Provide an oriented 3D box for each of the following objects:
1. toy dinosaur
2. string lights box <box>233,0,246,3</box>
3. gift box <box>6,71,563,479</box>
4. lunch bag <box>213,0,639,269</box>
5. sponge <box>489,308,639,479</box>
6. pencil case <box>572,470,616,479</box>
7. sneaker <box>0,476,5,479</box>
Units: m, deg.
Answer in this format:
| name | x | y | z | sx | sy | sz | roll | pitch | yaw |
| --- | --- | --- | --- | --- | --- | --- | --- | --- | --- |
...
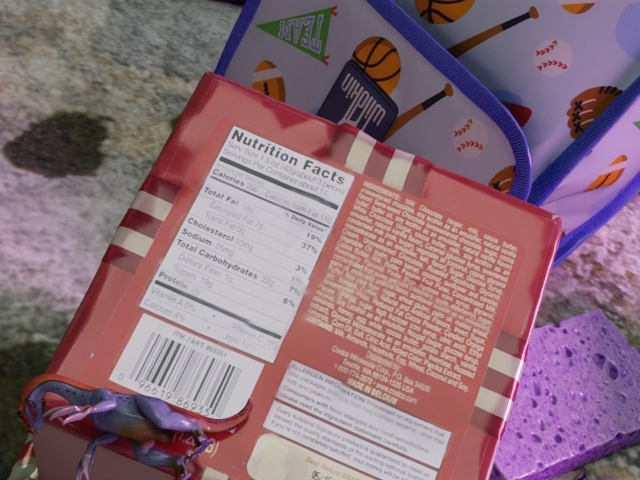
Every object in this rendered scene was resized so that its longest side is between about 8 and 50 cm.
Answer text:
| name | x | y | z | sx | sy | sz | roll | pitch | yaw |
| --- | --- | --- | --- | --- | --- | --- | --- | --- | --- |
| toy dinosaur | -0.091 | 0.082 | 0.513 | 0.082 | 0.047 | 0.090 | 34 | 29 | 17 |
| string lights box | -0.153 | -0.331 | 1.211 | 0.259 | 0.077 | 0.133 | 8 | 41 | -18 |
| gift box | -0.038 | 0.101 | 0.670 | 0.255 | 0.258 | 0.276 | 27 | 62 | 4 |
| lunch bag | 0.127 | -0.149 | 0.962 | 0.328 | 0.385 | 0.239 | 48 | 2 | 26 |
| sponge | 0.184 | 0.125 | 0.912 | 0.210 | 0.031 | 0.117 | -12 | 51 | -35 |
| pencil case | 0.191 | 0.231 | 0.771 | 0.064 | 0.070 | 0.152 | 24 | 41 | 1 |
| sneaker | -0.295 | 0.146 | 0.613 | 0.286 | 0.109 | 0.130 | 24 | 46 | 4 |
